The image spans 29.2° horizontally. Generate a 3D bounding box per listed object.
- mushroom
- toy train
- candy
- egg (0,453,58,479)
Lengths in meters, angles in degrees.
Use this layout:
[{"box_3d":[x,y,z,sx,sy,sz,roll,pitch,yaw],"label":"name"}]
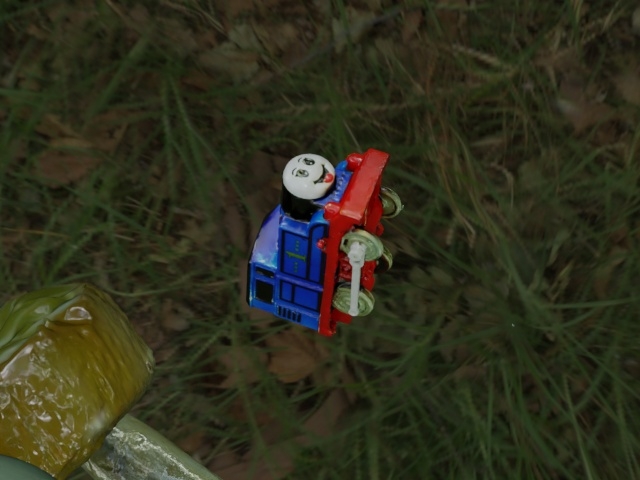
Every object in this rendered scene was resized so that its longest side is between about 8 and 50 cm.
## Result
[{"box_3d":[-0.223,0.290,1.550,0.312,0.081,0.100,30,90,19],"label":"mushroom"},{"box_3d":[0.000,0.000,1.131,0.131,0.204,0.083,20,55,9],"label":"toy train"},{"box_3d":[-0.236,0.133,0.877,0.260,0.260,0.118,-40,98,4],"label":"candy"},{"box_3d":[-0.194,0.207,0.621,0.168,0.231,0.168,5,122,8],"label":"egg"}]
